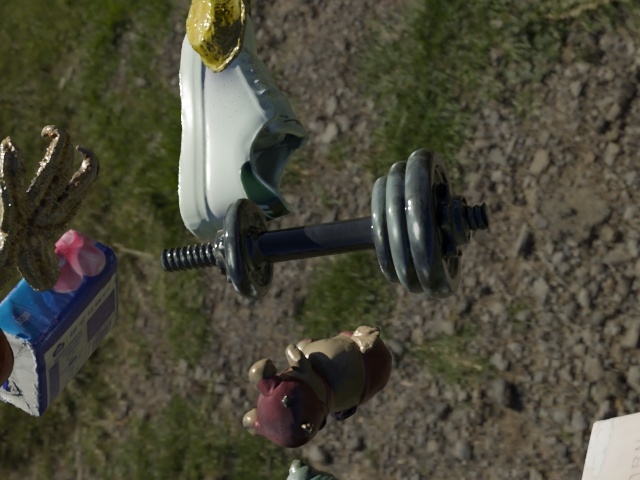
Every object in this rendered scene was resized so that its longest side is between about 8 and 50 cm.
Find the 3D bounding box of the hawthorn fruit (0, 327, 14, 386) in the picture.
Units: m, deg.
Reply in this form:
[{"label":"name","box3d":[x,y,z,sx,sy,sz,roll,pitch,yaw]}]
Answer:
[{"label":"hawthorn fruit","box3d":[-0.530,0.186,1.648,0.148,0.148,0.172,-16,42,43]}]

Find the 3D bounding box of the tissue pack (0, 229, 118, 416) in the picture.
[{"label":"tissue pack","box3d":[-0.475,0.144,2.000,0.137,0.270,0.209,19,135,13]}]

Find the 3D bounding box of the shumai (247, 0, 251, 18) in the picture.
[{"label":"shumai","box3d":[-0.179,-0.394,1.947,0.087,0.099,0.124,15,122,43]}]

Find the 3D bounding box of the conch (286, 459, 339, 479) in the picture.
[{"label":"conch","box3d":[0.002,0.500,1.887,0.220,0.195,0.277,-15,80,6]}]

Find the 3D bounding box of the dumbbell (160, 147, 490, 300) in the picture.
[{"label":"dumbbell","box3d":[0.000,0.000,0.842,0.254,0.110,0.110,-9,70,16]}]

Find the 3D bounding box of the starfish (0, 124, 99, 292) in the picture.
[{"label":"starfish","box3d":[-0.338,-0.013,1.314,0.071,0.216,0.238,33,77,32]}]

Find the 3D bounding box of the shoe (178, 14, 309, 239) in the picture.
[{"label":"shoe","box3d":[-0.096,-0.182,1.544,0.160,0.132,0.363,-7,66,20]}]

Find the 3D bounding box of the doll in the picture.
[{"label":"doll","box3d":[-0.003,0.236,1.873,0.152,0.255,0.196,62,150,6]}]

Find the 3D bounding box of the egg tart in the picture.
[{"label":"egg tart","box3d":[-0.112,-0.229,1.185,0.105,0.039,0.105,-14,73,57]}]

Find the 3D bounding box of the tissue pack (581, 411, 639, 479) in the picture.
[{"label":"tissue pack","box3d":[0.334,0.201,0.897,0.325,0.071,0.170,-29,39,54]}]
